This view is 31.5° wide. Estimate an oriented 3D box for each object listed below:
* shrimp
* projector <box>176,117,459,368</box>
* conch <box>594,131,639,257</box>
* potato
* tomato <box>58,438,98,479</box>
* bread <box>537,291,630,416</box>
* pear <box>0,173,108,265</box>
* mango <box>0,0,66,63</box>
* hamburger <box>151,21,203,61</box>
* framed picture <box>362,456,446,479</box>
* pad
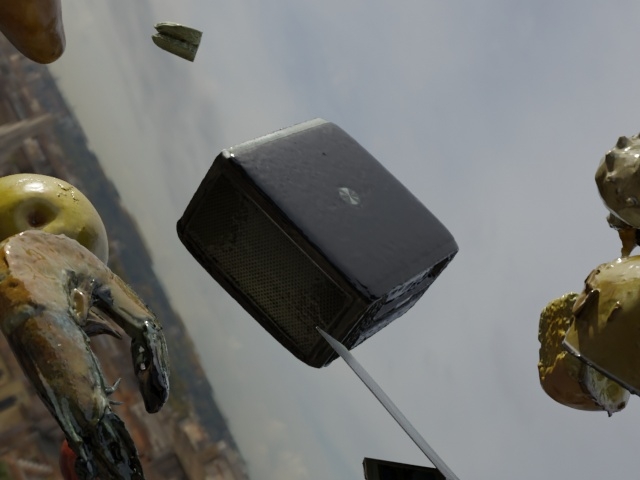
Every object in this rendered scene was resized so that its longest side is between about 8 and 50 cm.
[{"bbox_3d":[-0.289,0.162,1.483,0.272,0.085,0.445,18,35,-47],"label":"shrimp"},{"bbox_3d":[0.000,0.000,2.173,0.405,0.395,0.242,44,-57,13],"label":"projector"},{"bbox_3d":[0.562,-0.030,1.843,0.324,0.186,0.263,50,29,-57],"label":"conch"},{"bbox_3d":[0.493,0.125,1.585,0.246,0.196,0.300,36,9,31],"label":"potato"},{"bbox_3d":[-0.340,0.376,1.783,0.225,0.085,0.225,59,-3,5],"label":"tomato"},{"bbox_3d":[0.474,0.213,2.050,0.262,0.163,0.204,28,60,-48],"label":"bread"},{"bbox_3d":[-0.525,0.029,2.048,0.285,0.285,0.336,59,-13,26],"label":"pear"},{"bbox_3d":[-0.360,-0.288,1.380,0.115,0.090,0.178,56,-10,11],"label":"mango"},{"bbox_3d":[-0.243,-0.336,1.902,0.121,0.084,0.054,-117,-135,-81],"label":"hamburger"},{"bbox_3d":[0.109,0.316,1.354,0.149,0.109,0.011,-97,-161,-62],"label":"framed picture"},{"bbox_3d":[0.088,0.208,1.414,0.243,0.004,0.163,48,1,19],"label":"pad"}]
